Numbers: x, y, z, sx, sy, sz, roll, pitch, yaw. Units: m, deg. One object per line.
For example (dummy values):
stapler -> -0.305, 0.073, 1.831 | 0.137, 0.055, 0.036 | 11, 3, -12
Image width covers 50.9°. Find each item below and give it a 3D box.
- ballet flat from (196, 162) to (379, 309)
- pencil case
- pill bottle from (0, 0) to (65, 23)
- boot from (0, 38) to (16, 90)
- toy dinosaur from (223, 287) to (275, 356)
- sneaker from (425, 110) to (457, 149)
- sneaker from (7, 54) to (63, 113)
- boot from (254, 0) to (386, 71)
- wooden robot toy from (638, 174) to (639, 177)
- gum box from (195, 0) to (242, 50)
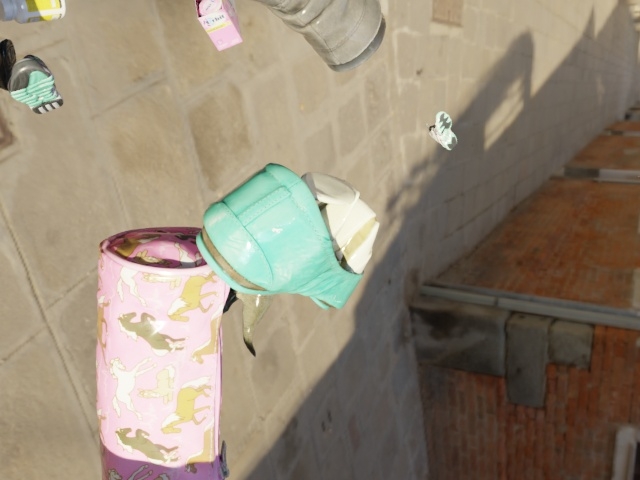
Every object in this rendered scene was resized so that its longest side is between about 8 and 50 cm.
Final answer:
ballet flat -> 0.000, 0.000, 0.475 | 0.087, 0.083, 0.247 | -39, 167, 7
pencil case -> -0.203, 0.171, 0.877 | 0.167, 0.160, 0.386 | -9, 113, -34
pill bottle -> -0.556, -0.450, 1.284 | 0.116, 0.065, 0.065 | -26, 120, -39
boot -> -0.683, -0.361, 1.389 | 0.045, 0.099, 0.121 | -86, -176, -54
toy dinosaur -> -0.141, 0.042, 1.193 | 0.121, 0.160, 0.314 | 75, -5, -65
sneaker -> 0.242, -0.236, 1.398 | 0.038, 0.069, 0.098 | -39, 135, -12
sneaker -> -0.548, -0.312, 1.258 | 0.098, 0.083, 0.223 | 67, -15, 1
boot -> -0.050, -0.317, 0.572 | 0.222, 0.118, 0.338 | 19, 62, -49
wooden robot toy -> 0.569, -0.043, 1.089 | 0.173, 0.079, 0.076 | 34, 18, -26
gum box -> -0.235, -0.536, 1.503 | 0.107, 0.062, 0.188 | 54, 19, -60
